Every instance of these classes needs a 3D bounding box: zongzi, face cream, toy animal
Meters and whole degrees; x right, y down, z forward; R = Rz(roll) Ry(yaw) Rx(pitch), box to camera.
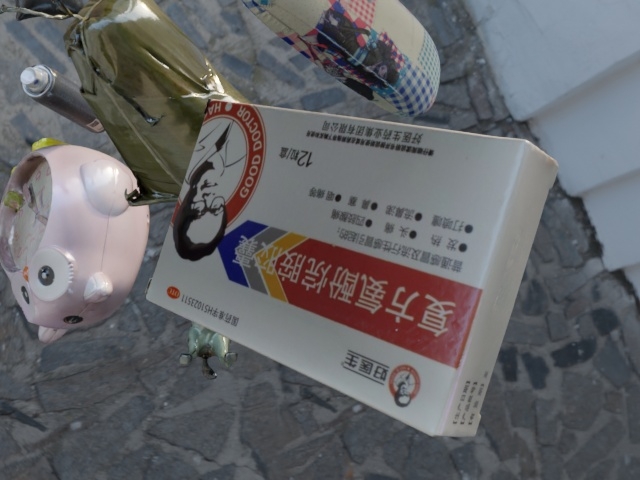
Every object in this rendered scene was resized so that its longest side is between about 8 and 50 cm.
[{"bbox_3d":[-0.176,-0.218,0.985,0.181,0.418,0.447,-63,149,-32],"label":"zongzi"},{"bbox_3d":[-0.523,-0.292,1.451,0.073,0.283,0.073,-1,83,9],"label":"face cream"},{"bbox_3d":[-0.160,0.083,1.085,0.089,0.170,0.255,10,75,-8],"label":"toy animal"}]

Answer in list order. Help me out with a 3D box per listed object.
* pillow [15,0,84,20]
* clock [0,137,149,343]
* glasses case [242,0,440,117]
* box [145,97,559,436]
[{"bbox_3d":[-0.723,-0.698,1.824,0.186,0.106,0.250,-16,94,-32],"label":"pillow"},{"bbox_3d":[-0.516,0.003,1.504,0.250,0.368,0.377,15,51,-44],"label":"clock"},{"bbox_3d":[0.029,-0.260,0.832,0.327,0.076,0.125,27,65,-36],"label":"glasses case"},{"bbox_3d":[0.000,0.000,0.605,0.069,0.353,0.214,19,88,-47],"label":"box"}]
